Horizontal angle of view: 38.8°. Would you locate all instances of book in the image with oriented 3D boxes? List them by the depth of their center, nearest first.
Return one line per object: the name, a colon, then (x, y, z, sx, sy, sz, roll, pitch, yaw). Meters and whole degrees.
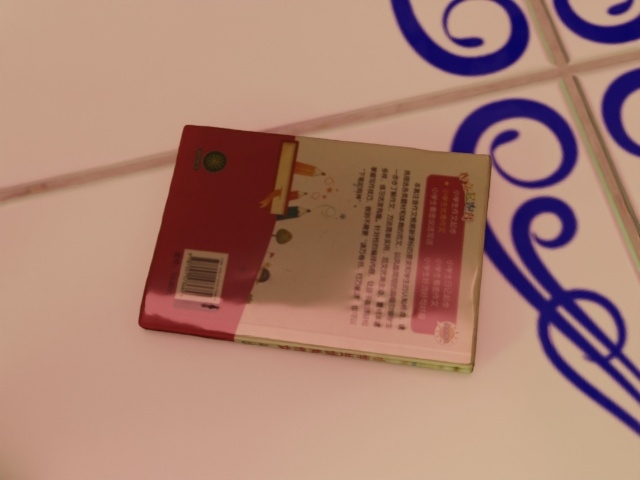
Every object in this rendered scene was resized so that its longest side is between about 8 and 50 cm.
book: (0.000, 0.000, 0.645, 0.231, 0.022, 0.162, 7, 68, 5)
